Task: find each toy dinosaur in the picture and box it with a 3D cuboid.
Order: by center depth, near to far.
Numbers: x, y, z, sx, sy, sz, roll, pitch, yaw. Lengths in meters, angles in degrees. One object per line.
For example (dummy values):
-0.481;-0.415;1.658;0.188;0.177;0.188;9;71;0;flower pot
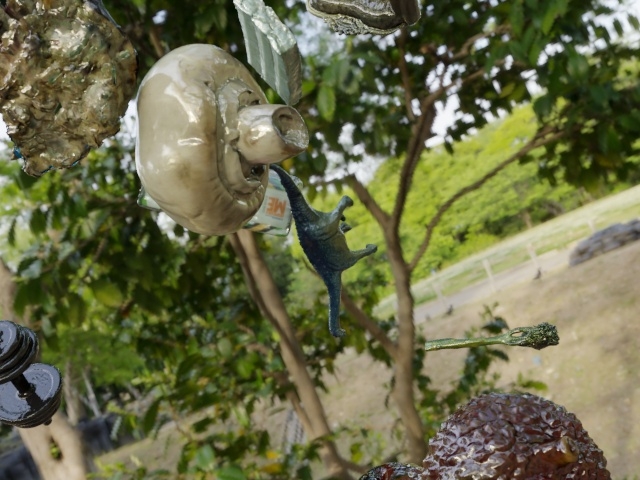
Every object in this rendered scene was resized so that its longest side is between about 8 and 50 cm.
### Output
0.009;-0.003;1.383;0.147;0.362;0.076;-41;31;-27;toy dinosaur

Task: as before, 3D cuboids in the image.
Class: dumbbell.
-0.401;0.177;1.048;0.099;0.099;0.208;-23;-48;-10;dumbbell

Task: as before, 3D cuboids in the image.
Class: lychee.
0.234;0.314;1.015;0.236;0.236;0.271;-19;-30;-43;lychee

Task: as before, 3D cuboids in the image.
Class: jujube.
0.120;0.447;1.315;0.168;0.168;0.236;-25;-18;14;jujube

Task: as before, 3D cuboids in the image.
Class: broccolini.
0.332;0.187;1.551;0.255;0.071;0.057;-3;16;17;broccolini

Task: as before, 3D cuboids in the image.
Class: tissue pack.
-0.199;-0.103;1.676;0.311;0.127;0.228;13;9;0;tissue pack

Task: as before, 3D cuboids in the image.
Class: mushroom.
-0.127;-0.141;1.103;0.235;0.260;0.253;0;42;21;mushroom

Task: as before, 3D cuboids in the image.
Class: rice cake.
-0.077;-0.289;1.229;0.038;0.124;0.211;-40;-6;-8;rice cake

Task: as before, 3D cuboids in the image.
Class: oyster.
-0.346;-0.201;1.033;0.092;0.198;0.259;-87;23;-51;oyster

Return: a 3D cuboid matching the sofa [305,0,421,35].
0.061;-0.501;1.432;0.182;0.258;0.200;-55;-28;-19;sofa
